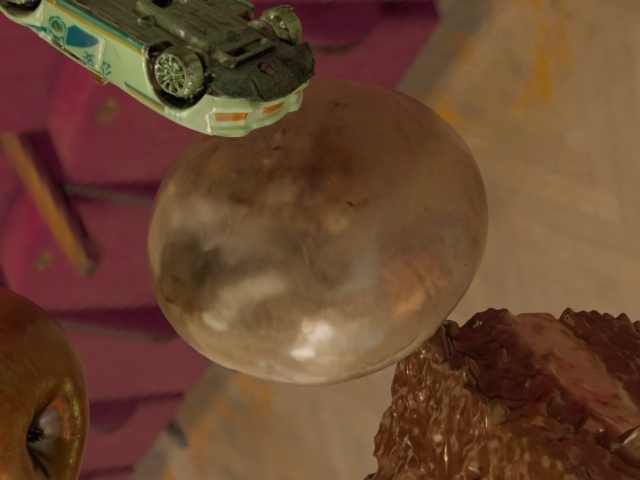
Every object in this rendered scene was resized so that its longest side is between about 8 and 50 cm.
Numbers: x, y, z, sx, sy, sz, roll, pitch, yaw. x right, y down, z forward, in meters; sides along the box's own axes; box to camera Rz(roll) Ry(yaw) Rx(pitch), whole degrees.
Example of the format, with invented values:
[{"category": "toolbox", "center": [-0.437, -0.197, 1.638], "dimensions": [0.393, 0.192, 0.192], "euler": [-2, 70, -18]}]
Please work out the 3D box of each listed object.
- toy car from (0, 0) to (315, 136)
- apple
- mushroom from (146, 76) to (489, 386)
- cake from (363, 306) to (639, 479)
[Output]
[{"category": "toy car", "center": [-0.087, -0.105, 0.842], "dimensions": [0.186, 0.093, 0.058], "euler": [31, 129, 25]}, {"category": "apple", "center": [-0.303, 0.147, 1.406], "dimensions": [0.207, 0.237, 0.237], "euler": [2, 116, 22]}, {"category": "mushroom", "center": [0.000, 0.000, 1.125], "dimensions": [0.226, 0.226, 0.178], "euler": [33, 151, 46]}, {"category": "cake", "center": [0.198, 0.207, 1.192], "dimensions": [0.256, 0.290, 0.282], "euler": [54, 135, 50]}]
